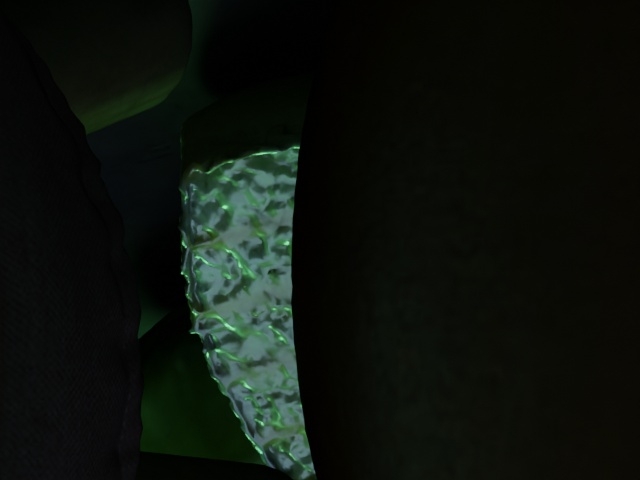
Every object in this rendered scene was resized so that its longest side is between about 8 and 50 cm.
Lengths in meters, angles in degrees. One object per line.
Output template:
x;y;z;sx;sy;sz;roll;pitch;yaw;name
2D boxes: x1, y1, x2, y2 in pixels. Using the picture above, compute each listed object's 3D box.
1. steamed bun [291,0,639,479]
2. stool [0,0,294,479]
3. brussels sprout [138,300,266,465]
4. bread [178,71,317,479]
0.127;0.011;0.584;0.248;0.379;0.235;1;170;29;steamed bun
-0.137;0.035;0.531;0.272;0.272;0.178;-30;166;24;stool
0.015;0.103;0.869;0.244;0.244;0.244;-17;158;-7;brussels sprout
0.001;0.004;0.741;0.103;0.110;0.156;-13;123;3;bread
